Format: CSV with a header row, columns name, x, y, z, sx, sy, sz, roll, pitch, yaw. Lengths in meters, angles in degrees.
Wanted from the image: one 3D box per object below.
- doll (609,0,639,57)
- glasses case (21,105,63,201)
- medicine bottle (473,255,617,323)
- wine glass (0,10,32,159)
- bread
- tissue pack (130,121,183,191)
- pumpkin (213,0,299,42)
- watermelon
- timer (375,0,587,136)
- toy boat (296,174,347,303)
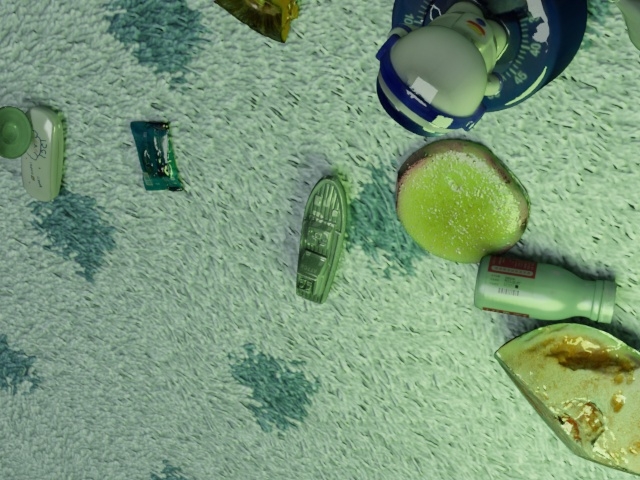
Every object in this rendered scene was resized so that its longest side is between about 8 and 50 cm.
name,x,y,z,sx,sy,sz,roll,pitch,yaw
doll,0.482,-0.278,1.478,0.228,0.075,0.102,33,112,-8
glasses case,-0.528,-0.163,2.065,0.076,0.049,0.197,24,125,17
medicine bottle,0.358,0.082,1.740,0.217,0.090,0.090,9,122,12
wine glass,-0.673,-0.285,2.075,0.310,0.096,0.264,3,84,37
bread,0.223,-0.058,1.764,0.229,0.033,0.228,13,123,20
tissue pack,-0.299,-0.150,1.975,0.085,0.028,0.138,3,116,25
pumpkin,-0.075,-0.446,1.651,0.139,0.190,0.280,29,170,8
watermelon,0.444,0.245,1.783,0.175,0.188,0.322,-42,87,-4
timer,0.182,-0.256,1.443,0.270,0.383,0.270,13,123,20
toy boat,0.000,0.000,1.877,0.078,0.085,0.260,21,126,15
